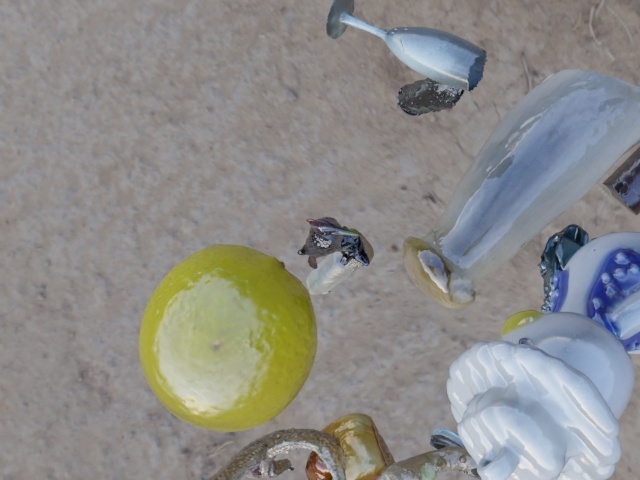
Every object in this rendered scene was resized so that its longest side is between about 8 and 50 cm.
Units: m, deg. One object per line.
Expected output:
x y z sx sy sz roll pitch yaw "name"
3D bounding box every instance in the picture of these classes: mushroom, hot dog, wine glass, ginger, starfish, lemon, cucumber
0.028 0.054 1.623 0.084 0.071 0.209 54 134 9 "mushroom"
0.055 0.420 1.413 0.153 0.256 0.150 -21 48 4 "hot dog"
0.268 -0.086 1.054 0.407 0.137 0.154 -42 86 -7 "mushroom"
0.104 -0.239 0.952 0.198 0.066 0.066 28 95 23 "wine glass"
0.163 0.352 1.231 0.173 0.069 0.051 -15 90 -23 "ginger"
-0.110 0.411 1.340 0.398 0.384 0.132 -31 85 49 "starfish"
-0.094 0.102 0.797 0.178 0.178 0.203 34 105 18 "lemon"
0.153 -0.202 1.087 0.053 0.181 0.053 -1 92 -14 "cucumber"

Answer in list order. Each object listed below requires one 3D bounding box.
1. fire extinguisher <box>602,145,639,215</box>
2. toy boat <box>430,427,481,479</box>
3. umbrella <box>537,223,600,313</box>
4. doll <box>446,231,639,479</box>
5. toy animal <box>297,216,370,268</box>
0.528 -0.163 1.162 0.089 0.072 0.267 42 104 -1 "fire extinguisher"
0.252 0.361 1.377 0.140 0.066 0.059 22 129 41 "toy boat"
0.479 0.065 1.118 0.349 0.094 0.143 4 114 0 "umbrella"
0.187 0.071 0.563 0.138 0.293 0.119 -25 100 51 "doll"
0.010 0.000 1.146 0.105 0.202 0.070 -10 75 6 "toy animal"
